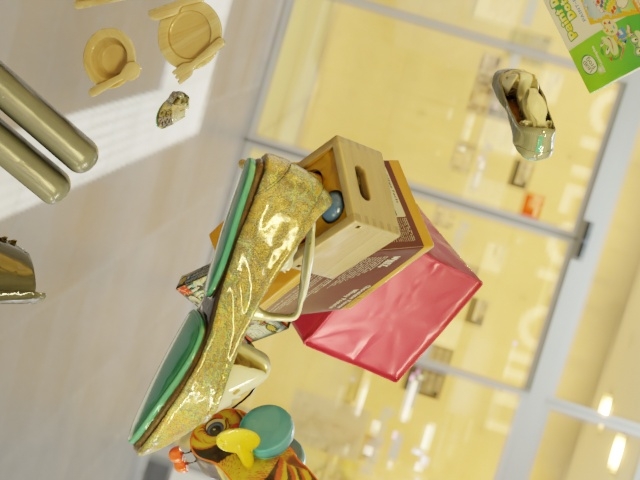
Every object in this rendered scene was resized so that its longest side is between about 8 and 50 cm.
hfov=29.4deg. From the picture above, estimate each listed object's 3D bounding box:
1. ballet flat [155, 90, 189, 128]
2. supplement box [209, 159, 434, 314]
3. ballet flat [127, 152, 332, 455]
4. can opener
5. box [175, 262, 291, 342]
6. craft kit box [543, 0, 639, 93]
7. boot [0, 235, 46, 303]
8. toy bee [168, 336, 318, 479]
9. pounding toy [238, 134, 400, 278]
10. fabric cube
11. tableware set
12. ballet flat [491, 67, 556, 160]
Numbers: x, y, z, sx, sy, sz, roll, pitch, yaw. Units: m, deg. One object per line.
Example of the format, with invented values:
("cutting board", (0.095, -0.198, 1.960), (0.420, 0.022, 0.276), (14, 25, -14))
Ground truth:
("ballet flat", (-0.227, -0.206, 1.910), (0.114, 0.041, 0.041), (-75, 179, -62))
("supplement box", (0.000, 0.000, 1.565), (0.191, 0.194, 0.129), (-40, -116, 43))
("ballet flat", (-0.086, 0.083, 1.269), (0.123, 0.123, 0.348), (-28, 142, -83))
("can opener", (-0.305, -0.134, 0.997), (0.074, 0.280, 0.093), (-46, -157, 5))
("box", (-0.117, 0.084, 1.660), (0.094, 0.137, 0.027), (-24, -145, 43))
("craft kit box", (0.472, -0.393, 1.959), (0.061, 0.250, 0.246), (-26, 179, -28))
("boot", (-0.363, -0.008, 1.209), (0.077, 0.137, 0.198), (-50, -128, 44))
("toy bee", (-0.100, 0.281, 1.553), (0.195, 0.162, 0.298), (68, -9, -27))
("pounding toy", (-0.004, -0.047, 1.340), (0.130, 0.100, 0.141), (-34, -125, 36))
("fabric cube", (0.076, 0.053, 2.176), (0.254, 0.259, 0.258), (-49, -138, 15))
("tableware set", (-0.166, -0.215, 1.107), (0.020, 0.141, 0.168), (-10, 82, -68))
("ballet flat", (0.290, -0.197, 1.710), (0.213, 0.072, 0.068), (-97, -172, -47))
